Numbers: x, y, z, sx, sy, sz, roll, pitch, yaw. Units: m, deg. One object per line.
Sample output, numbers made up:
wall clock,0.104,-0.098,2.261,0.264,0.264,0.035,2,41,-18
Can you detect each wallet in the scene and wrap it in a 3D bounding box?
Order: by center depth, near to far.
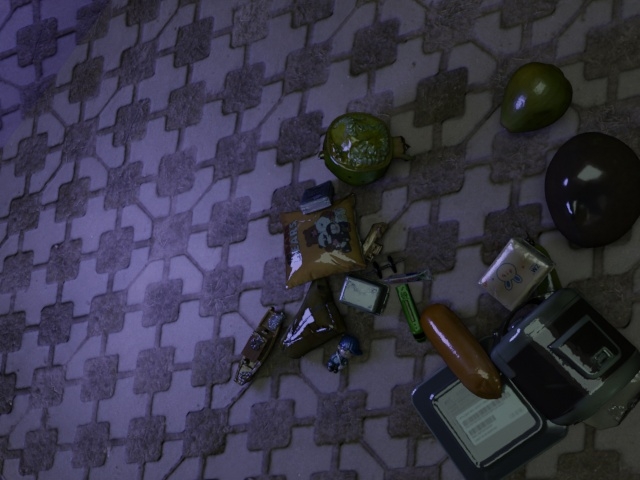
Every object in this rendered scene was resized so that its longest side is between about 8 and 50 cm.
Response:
wallet,0.849,0.415,1.567,0.275,0.068,0.335,37,103,21

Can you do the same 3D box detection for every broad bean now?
broad bean,0.728,0.125,1.633,0.075,0.067,0.325,-11,78,-9

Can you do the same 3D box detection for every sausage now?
sausage,0.443,0.351,1.598,0.354,0.116,0.134,56,131,44

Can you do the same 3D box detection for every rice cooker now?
rice cooker,0.683,0.312,1.445,0.335,0.335,0.325,-44,67,9

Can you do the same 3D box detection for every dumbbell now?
dumbbell,0.228,0.094,1.787,0.147,0.069,0.069,-23,79,14

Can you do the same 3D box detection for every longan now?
longan,0.823,-0.151,1.523,0.288,0.288,0.350,-5,94,17

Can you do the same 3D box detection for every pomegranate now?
pomegranate,0.163,-0.316,1.771,0.341,0.260,0.260,4,86,-11

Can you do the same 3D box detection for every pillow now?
pillow,0.000,0.000,1.828,0.312,0.119,0.310,-15,68,17

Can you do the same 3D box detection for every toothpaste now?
toothpaste,0.308,0.131,1.781,0.170,0.028,0.045,-9,89,13

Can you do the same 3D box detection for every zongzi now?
zongzi,-0.058,0.258,1.852,0.260,0.123,0.289,-32,60,19

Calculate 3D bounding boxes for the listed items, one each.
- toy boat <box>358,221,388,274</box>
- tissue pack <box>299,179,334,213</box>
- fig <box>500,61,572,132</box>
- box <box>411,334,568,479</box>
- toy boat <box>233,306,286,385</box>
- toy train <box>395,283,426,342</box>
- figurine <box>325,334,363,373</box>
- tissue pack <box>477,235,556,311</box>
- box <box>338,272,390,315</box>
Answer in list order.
toy boat,0.182,0.027,1.815,0.072,0.064,0.206,27,96,-1
tissue pack,-0.011,-0.158,1.845,0.112,0.156,0.051,-18,114,15
fig,0.692,-0.449,1.626,0.207,0.207,0.230,16,114,18
box,0.528,0.543,1.619,0.367,0.090,0.373,-40,67,9
toy boat,-0.230,0.395,1.880,0.089,0.121,0.321,30,94,12
toy train,0.316,0.255,1.758,0.044,0.042,0.209,-22,79,15
figurine,0.084,0.407,1.808,0.149,0.086,0.087,-51,32,19
tissue pack,0.622,0.106,1.612,0.148,0.092,0.196,43,120,28
box,0.149,0.189,1.791,0.172,0.093,0.124,16,90,18
